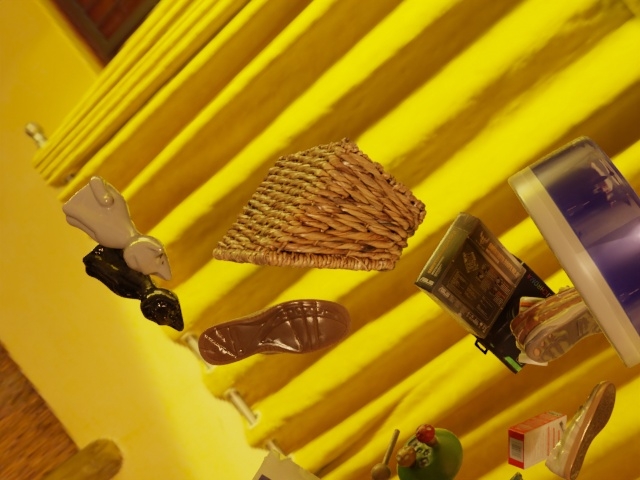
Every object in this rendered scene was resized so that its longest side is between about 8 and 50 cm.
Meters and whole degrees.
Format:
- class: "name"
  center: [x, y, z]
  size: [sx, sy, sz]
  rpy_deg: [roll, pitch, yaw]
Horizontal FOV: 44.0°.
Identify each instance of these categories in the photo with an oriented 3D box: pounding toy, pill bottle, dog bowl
- class: "pounding toy"
  center: [0.231, 0.530, 1.994]
  size: [0.110, 0.237, 0.183]
  rpy_deg: [51, -131, -30]
- class: "pill bottle"
  center: [0.499, 0.210, 1.835]
  size: [0.086, 0.086, 0.151]
  rpy_deg: [15, -100, -58]
- class: "dog bowl"
  center: [0.336, 0.011, 0.941]
  size: [0.265, 0.104, 0.265]
  rpy_deg: [53, -166, -19]

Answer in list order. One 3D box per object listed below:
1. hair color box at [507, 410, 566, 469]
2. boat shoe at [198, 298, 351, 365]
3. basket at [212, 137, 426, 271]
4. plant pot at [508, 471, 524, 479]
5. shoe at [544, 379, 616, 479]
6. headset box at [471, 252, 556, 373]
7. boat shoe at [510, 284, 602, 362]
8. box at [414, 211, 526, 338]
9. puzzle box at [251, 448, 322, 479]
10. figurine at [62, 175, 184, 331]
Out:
- class: "hair color box"
  center: [0.525, 0.480, 1.915]
  size: [0.167, 0.053, 0.093]
  rpy_deg: [-9, -79, -36]
- class: "boat shoe"
  center: [-0.100, 0.201, 1.788]
  size: [0.123, 0.342, 0.123]
  rpy_deg: [-62, -43, -87]
- class: "basket"
  center: [0.000, 0.000, 1.239]
  size: [0.213, 0.223, 0.299]
  rpy_deg: [39, 165, -19]
- class: "plant pot"
  center: [0.285, 0.519, 1.118]
  size: [0.255, 0.271, 0.272]
  rpy_deg: [43, -164, 20]
- class: "shoe"
  center: [0.512, 0.366, 1.559]
  size: [0.058, 0.219, 0.076]
  rpy_deg: [17, 158, 47]
- class: "headset box"
  center: [0.581, 0.229, 2.422]
  size: [0.246, 0.283, 0.131]
  rpy_deg: [44, -174, -13]
- class: "boat shoe"
  center: [0.550, 0.138, 1.689]
  size: [0.116, 0.325, 0.123]
  rpy_deg: [49, 157, 51]
- class: "box"
  center: [0.319, 0.076, 1.665]
  size: [0.056, 0.183, 0.231]
  rpy_deg: [24, 168, 49]
- class: "puzzle box"
  center: [0.008, 0.650, 1.744]
  size: [0.409, 0.052, 0.272]
  rpy_deg: [32, -158, 6]
- class: "figurine"
  center: [-0.298, 0.029, 1.259]
  size: [0.209, 0.092, 0.214]
  rpy_deg: [37, 149, 28]
